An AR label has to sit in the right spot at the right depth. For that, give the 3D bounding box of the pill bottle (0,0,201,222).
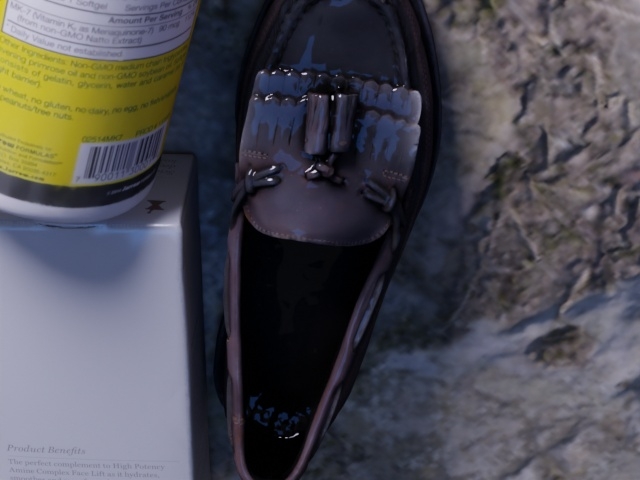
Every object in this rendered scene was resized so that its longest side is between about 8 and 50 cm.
[{"bbox_3d":[-0.114,-0.123,0.909,0.119,0.119,0.208,14,122,-6],"label":"pill bottle"}]

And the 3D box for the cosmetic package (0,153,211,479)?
[{"bbox_3d":[-0.122,0.066,1.056,0.117,0.085,0.231,2,122,2],"label":"cosmetic package"}]

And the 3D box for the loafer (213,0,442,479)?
[{"bbox_3d":[0.000,0.000,0.996,0.109,0.095,0.302,9,123,-3],"label":"loafer"}]
